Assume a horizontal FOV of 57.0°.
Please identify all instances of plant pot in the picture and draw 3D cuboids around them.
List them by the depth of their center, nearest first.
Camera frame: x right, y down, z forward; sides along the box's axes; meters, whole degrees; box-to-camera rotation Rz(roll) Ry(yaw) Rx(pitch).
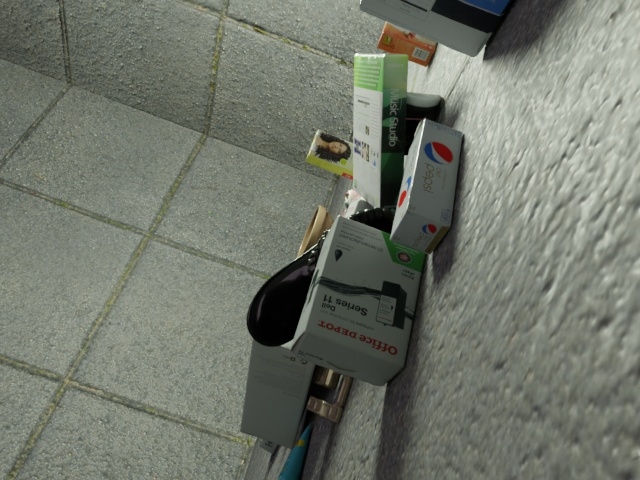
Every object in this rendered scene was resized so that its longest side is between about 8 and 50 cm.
[{"bbox_3d":[0.000,0.000,2.161,0.237,0.109,0.237,-157,90,-84],"label":"plant pot"}]

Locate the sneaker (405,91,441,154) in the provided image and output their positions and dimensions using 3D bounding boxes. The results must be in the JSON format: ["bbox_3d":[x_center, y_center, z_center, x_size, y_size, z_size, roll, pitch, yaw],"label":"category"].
[{"bbox_3d":[0.195,-0.259,1.334,0.296,0.104,0.147,-119,35,-78],"label":"sneaker"}]

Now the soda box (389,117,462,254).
[{"bbox_3d":[0.165,-0.087,0.906,0.074,0.069,0.216,113,176,-51],"label":"soda box"}]

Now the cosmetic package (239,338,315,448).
[{"bbox_3d":[-0.084,0.311,1.460,0.217,0.156,0.385,-68,-6,-51],"label":"cosmetic package"}]

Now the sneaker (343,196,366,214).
[{"bbox_3d":[0.110,-0.093,1.650,0.212,0.094,0.080,-76,6,-66],"label":"sneaker"}]

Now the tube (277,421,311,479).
[{"bbox_3d":[-0.061,0.509,1.321,0.080,0.052,0.207,-56,4,35],"label":"tube"}]

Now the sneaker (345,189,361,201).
[{"bbox_3d":[0.126,-0.170,2.060,0.051,0.070,0.134,111,178,-50],"label":"sneaker"}]

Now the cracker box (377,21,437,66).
[{"bbox_3d":[0.267,-0.625,1.696,0.067,0.155,0.232,115,173,-60],"label":"cracker box"}]

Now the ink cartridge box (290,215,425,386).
[{"bbox_3d":[0.060,0.088,0.875,0.087,0.153,0.208,117,171,-56],"label":"ink cartridge box"}]

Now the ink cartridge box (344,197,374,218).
[{"bbox_3d":[0.085,0.015,1.420,0.154,0.093,0.213,179,109,-86],"label":"ink cartridge box"}]

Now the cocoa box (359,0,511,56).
[{"bbox_3d":[0.237,-0.541,1.003,0.228,0.231,0.347,117,172,-58],"label":"cocoa box"}]

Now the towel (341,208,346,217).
[{"bbox_3d":[0.084,-0.020,2.181,0.329,0.037,0.237,-83,15,-69],"label":"towel"}]

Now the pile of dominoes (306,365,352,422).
[{"bbox_3d":[0.043,0.275,1.237,0.251,0.040,0.196,150,141,-72],"label":"pile of dominoes"}]

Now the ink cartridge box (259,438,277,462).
[{"bbox_3d":[-0.135,0.575,1.974,0.165,0.065,0.333,-76,6,-58],"label":"ink cartridge box"}]

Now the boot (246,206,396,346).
[{"bbox_3d":[-0.001,0.074,1.160,0.348,0.131,0.260,-45,4,-11],"label":"boot"}]

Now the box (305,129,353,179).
[{"bbox_3d":[0.083,-0.221,1.639,0.058,0.232,0.087,128,161,-71],"label":"box"}]

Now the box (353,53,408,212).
[{"bbox_3d":[0.125,-0.241,1.289,0.232,0.058,0.322,-123,30,-69],"label":"box"}]
